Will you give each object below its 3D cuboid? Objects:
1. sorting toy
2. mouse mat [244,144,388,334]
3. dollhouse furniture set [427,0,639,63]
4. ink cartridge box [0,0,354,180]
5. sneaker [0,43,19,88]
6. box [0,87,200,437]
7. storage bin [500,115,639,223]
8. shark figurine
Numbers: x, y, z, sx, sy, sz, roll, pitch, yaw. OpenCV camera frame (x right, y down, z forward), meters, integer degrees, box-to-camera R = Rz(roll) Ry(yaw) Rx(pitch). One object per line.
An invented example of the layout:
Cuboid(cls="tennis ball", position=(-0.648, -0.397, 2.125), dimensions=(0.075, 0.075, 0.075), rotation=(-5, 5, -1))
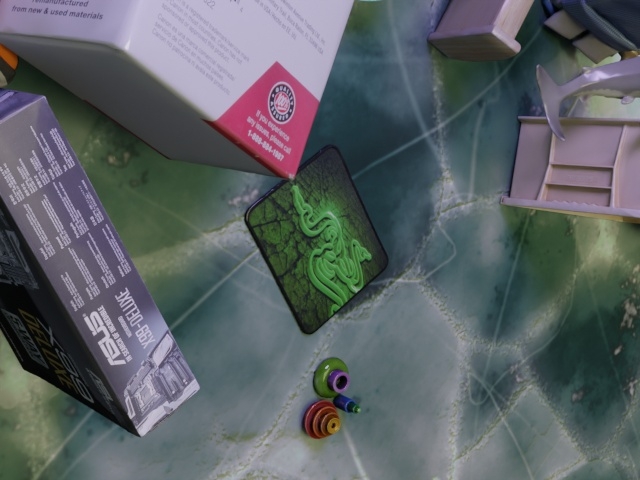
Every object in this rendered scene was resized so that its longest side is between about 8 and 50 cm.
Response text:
Cuboid(cls="sorting toy", position=(0.019, 0.197, 1.440), dimensions=(0.061, 0.042, 0.102), rotation=(19, 88, -39))
Cuboid(cls="mouse mat", position=(0.000, 0.000, 1.404), dimensions=(0.152, 0.007, 0.190), rotation=(-41, 123, -24))
Cuboid(cls="dollhouse furniture set", position=(0.343, -0.253, 1.436), dimensions=(0.303, 0.286, 0.198), rotation=(31, 80, -27))
Cuboid(cls="ink cartridge box", position=(-0.090, -0.288, 1.071), dimensions=(0.279, 0.160, 0.385), rotation=(36, 70, -55))
Cuboid(cls="sneaker", position=(-0.307, -0.283, 0.956), dimensions=(0.180, 0.124, 0.321), rotation=(-48, 135, -18))
Cuboid(cls="box", position=(-0.255, 0.009, 1.055), dimensions=(0.076, 0.242, 0.307), rotation=(-38, 122, -26))
Cuboid(cls="storage bin", position=(0.430, -0.084, 1.563), dimensions=(0.262, 0.260, 0.123), rotation=(7, 92, -39))
Cuboid(cls="shark figurine", position=(0.380, -0.205, 1.396), dimensions=(0.278, 0.166, 0.116), rotation=(2, 125, 0))
